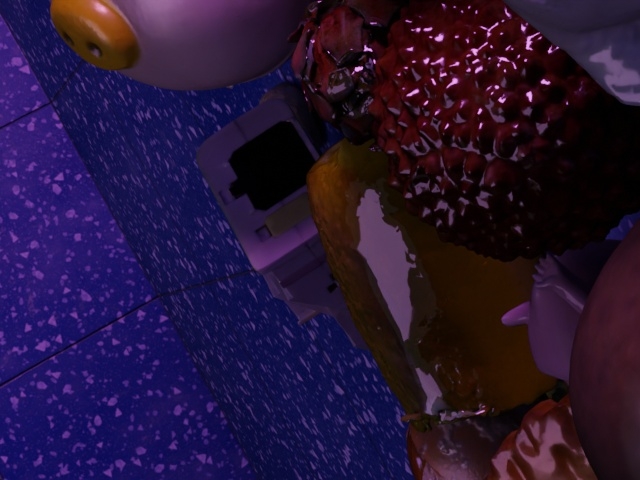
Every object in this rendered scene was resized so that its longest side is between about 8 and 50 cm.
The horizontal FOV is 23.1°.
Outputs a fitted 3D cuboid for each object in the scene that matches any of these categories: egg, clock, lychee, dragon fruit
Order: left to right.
[{"bbox_3d":[0.000,0.000,1.996,0.235,0.166,0.309,59,-177,40],"label":"clock"},{"bbox_3d":[0.055,-0.185,1.568,0.182,0.188,0.182,16,118,32],"label":"dragon fruit"},{"bbox_3d":[0.202,0.258,1.878,0.233,0.195,0.195,37,151,56],"label":"egg"},{"bbox_3d":[0.170,-0.117,1.297,0.264,0.300,0.264,9,128,12],"label":"lychee"}]

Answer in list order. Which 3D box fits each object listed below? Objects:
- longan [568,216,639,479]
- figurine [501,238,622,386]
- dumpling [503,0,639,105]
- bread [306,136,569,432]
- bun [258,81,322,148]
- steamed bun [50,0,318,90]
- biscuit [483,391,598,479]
[{"bbox_3d":[0.328,0.097,1.124,0.319,0.319,0.319,51,161,26],"label":"longan"},{"bbox_3d":[0.293,0.089,1.411,0.287,0.176,0.186,-5,88,56],"label":"figurine"},{"bbox_3d":[0.194,-0.291,1.053,0.320,0.270,0.212,42,-164,-28],"label":"dumpling"},{"bbox_3d":[0.128,0.029,1.724,0.251,0.208,0.377,6,120,63],"label":"bread"},{"bbox_3d":[-0.050,-0.157,2.116,0.115,0.069,0.115,52,160,28],"label":"bun"},{"bbox_3d":[-0.148,-0.328,1.714,0.374,0.334,0.334,20,139,41],"label":"steamed bun"},{"bbox_3d":[0.319,0.299,1.595,0.325,0.107,0.326,10,107,35],"label":"biscuit"}]
